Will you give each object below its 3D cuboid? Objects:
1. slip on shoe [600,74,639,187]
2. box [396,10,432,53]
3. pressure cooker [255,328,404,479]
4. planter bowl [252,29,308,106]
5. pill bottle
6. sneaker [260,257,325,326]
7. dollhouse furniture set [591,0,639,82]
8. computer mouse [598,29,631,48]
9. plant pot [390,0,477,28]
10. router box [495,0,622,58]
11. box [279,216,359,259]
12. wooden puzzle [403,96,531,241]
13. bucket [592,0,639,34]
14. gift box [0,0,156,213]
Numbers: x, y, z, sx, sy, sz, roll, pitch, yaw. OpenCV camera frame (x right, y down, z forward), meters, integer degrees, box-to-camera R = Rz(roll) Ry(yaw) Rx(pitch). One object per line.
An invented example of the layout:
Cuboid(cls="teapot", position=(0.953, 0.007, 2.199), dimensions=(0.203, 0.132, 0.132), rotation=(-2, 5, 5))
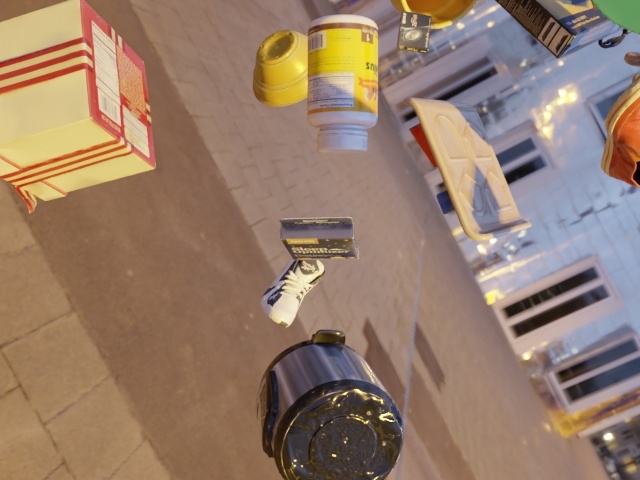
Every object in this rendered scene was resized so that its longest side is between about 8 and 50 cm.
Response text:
Cuboid(cls="slip on shoe", position=(0.613, -0.208, 1.419), dimensions=(0.101, 0.123, 0.331), rotation=(41, -10, 29))
Cuboid(cls="box", position=(0.203, -0.450, 1.599), dimensions=(0.018, 0.067, 0.083), rotation=(118, -18, -76))
Cuboid(cls="pressure cooker", position=(0.010, 0.490, 2.115), dimensions=(0.375, 0.370, 0.420), rotation=(52, 0, -22))
Cuboid(cls="planter bowl", position=(-0.084, -0.428, 1.744), dimensions=(0.090, 0.217, 0.217), rotation=(52, 16, -50))
Cuboid(cls="pill bottle", position=(0.037, -0.255, 1.229), dimensions=(0.117, 0.117, 0.214), rotation=(-9, 100, -77))
Cuboid(cls="sneaker", position=(-0.059, 0.101, 1.784), dimensions=(0.094, 0.153, 0.235), rotation=(36, 18, -1))
Cuboid(cls="dollhouse furniture set", position=(0.679, -0.467, 1.530), dimensions=(0.212, 0.161, 0.242), rotation=(100, -6, -51))
Cuboid(cls="computer mouse", position=(0.851, -0.558, 1.967), dimensions=(0.041, 0.242, 0.071), rotation=(-111, -173, -79))
Cuboid(cls="plant pot", position=(0.264, -0.711, 1.944), dimensions=(0.254, 0.254, 0.239), rotation=(53, -1, -39))
Cuboid(cls="router box", position=(0.606, -0.591, 1.819), dimensions=(0.243, 0.309, 0.081), rotation=(50, -34, 18))
Cuboid(cls="box", position=(0.000, 0.000, 1.422), dimensions=(0.225, 0.137, 0.036), rotation=(68, 22, -74))
Cuboid(cls="wooden puzzle", position=(0.321, -0.158, 1.663), dimensions=(0.322, 0.081, 0.347), rotation=(-11, 74, -56))
Cuboid(cls="bucket", position=(0.558, -0.464, 1.161), dimensions=(0.183, 0.281, 0.281), rotation=(-40, 106, -37))
Cuboid(cls="gift box", position=(-0.445, -0.206, 1.213), dimensions=(0.255, 0.258, 0.276), rotation=(52, 28, -65))
